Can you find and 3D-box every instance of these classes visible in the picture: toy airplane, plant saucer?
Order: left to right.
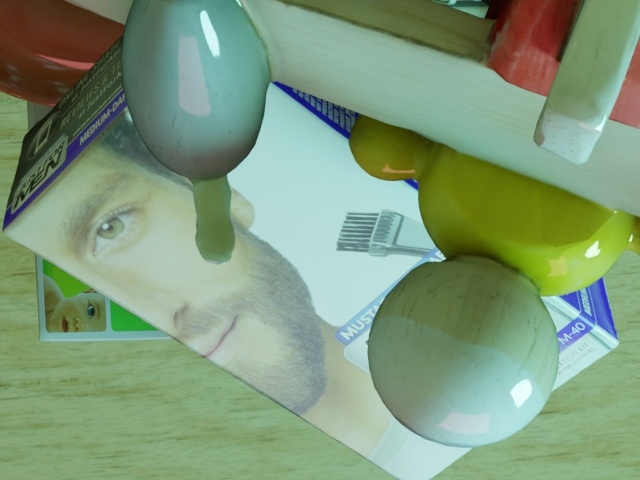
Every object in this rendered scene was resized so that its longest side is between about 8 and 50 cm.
[{"bbox_3d":[-0.129,-0.137,0.951,0.200,0.037,0.200,-4,162,-1],"label":"plant saucer"},{"bbox_3d":[0.100,-0.035,0.646,0.384,0.272,0.386,20,-178,-40],"label":"toy airplane"}]

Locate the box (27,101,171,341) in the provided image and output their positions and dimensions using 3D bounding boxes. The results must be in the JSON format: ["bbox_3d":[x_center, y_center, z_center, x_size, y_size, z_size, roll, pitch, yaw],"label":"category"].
[{"bbox_3d":[-0.086,-0.063,1.108,0.231,0.261,0.127,-1,-176,7],"label":"box"}]

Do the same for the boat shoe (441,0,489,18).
[{"bbox_3d":[-0.035,-0.128,1.244,0.500,0.156,0.187,0,-174,13],"label":"boat shoe"}]

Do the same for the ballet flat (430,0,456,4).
[{"bbox_3d":[0.092,-0.172,0.965,0.114,0.041,0.041,0,-176,40],"label":"ballet flat"}]

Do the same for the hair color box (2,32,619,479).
[{"bbox_3d":[0.000,0.000,0.924,0.339,0.185,0.110,35,-149,-24],"label":"hair color box"}]
